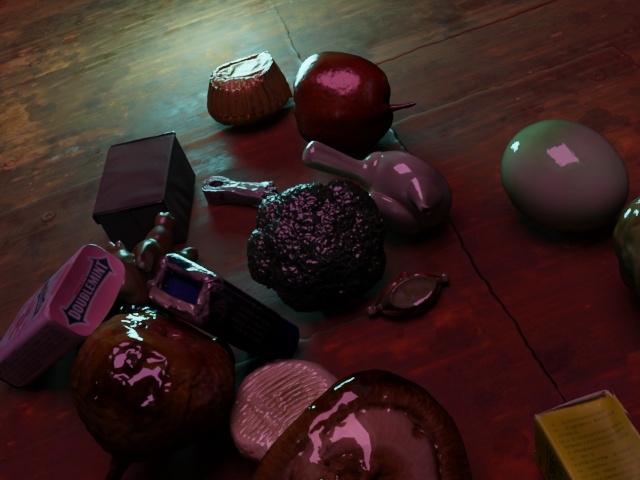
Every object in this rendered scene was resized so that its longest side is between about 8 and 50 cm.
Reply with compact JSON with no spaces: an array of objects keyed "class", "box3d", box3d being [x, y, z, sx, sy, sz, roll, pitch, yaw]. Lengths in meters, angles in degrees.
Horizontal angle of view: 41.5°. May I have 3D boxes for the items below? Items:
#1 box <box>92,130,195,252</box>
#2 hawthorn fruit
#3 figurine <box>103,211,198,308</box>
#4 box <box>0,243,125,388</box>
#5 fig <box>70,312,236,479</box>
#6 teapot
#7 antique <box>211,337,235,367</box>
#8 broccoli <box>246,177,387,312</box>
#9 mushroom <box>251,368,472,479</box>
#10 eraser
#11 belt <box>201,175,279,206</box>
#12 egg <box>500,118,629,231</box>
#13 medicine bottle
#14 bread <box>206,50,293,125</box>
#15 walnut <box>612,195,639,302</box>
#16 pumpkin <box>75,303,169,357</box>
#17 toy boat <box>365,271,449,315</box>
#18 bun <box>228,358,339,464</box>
[{"class":"box","box3d":[-0.420,-0.113,2.050,0.188,0.153,0.252,-12,44,8]},{"class":"hawthorn fruit","box3d":[0.085,-0.337,2.058,0.300,0.254,0.254,-1,45,12]},{"class":"figurine","box3d":[-0.401,0.069,1.845,0.173,0.177,0.247,-19,32,23]},{"class":"box","box3d":[-0.537,0.162,1.703,0.370,0.112,0.190,-34,26,47]},{"class":"fig","box3d":[-0.310,0.316,1.490,0.286,0.368,0.286,15,19,-5]},{"class":"teapot","box3d":[0.127,-0.122,1.823,0.318,0.220,0.149,27,74,13]},{"class":"antique","box3d":[-0.216,0.241,1.667,0.104,0.104,0.104,-9,44,9]},{"class":"broccoli","box3d":[0.000,0.000,1.757,0.298,0.297,0.297,-14,17,3]},{"class":"mushroom","box3d":[0.074,0.379,1.292,0.346,0.259,0.345,0,81,-2]},{"class":"eraser","box3d":[-0.169,0.137,1.581,0.155,0.332,0.101,23,81,37]},{"class":"belt","box3d":[-0.185,-0.114,2.049,0.232,0.053,0.071,12,49,28]},{"class":"egg","box3d":[0.498,-0.132,1.732,0.220,0.220,0.270,-36,46,-19]},{"class":"medicine bottle","box3d":[0.438,0.375,1.295,0.141,0.137,0.250,-20,44,-3]},{"class":"bread","box3d":[-0.202,-0.406,2.290,0.240,0.139,0.240,-11,42,11]},{"class":"walnut","box3d":[0.663,0.028,1.481,0.282,0.277,0.253,7,55,40]},{"class":"pumpkin","box3d":[-0.378,0.226,1.686,0.221,0.162,0.220,-6,48,7]},{"class":"toy boat","box3d":[0.179,0.106,1.700,0.185,0.071,0.089,-23,86,-6]},{"class":"bun","box3d":[-0.047,0.320,1.507,0.220,0.134,0.220,-6,48,6]}]
